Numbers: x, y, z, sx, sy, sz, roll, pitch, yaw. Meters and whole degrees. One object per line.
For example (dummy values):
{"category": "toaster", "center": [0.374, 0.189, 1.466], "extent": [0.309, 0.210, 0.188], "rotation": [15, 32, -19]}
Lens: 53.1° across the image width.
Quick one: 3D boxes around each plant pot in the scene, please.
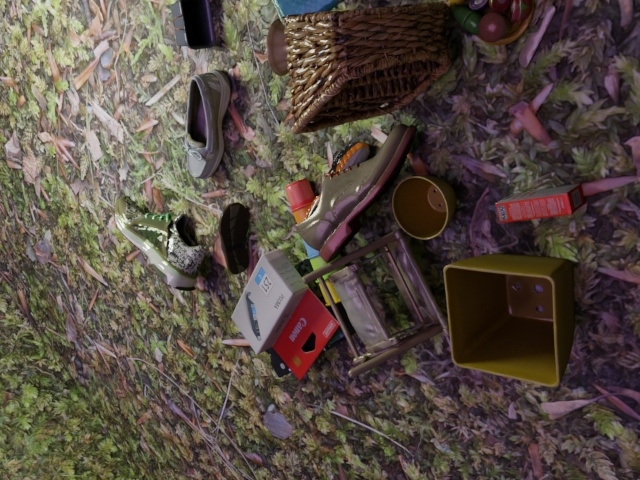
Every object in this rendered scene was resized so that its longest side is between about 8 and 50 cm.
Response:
{"category": "plant pot", "center": [0.383, 0.126, 1.231], "extent": [0.212, 0.187, 0.212], "rotation": [5, 111, 40]}
{"category": "plant pot", "center": [0.232, -0.080, 1.342], "extent": [0.134, 0.095, 0.134], "rotation": [19, 120, 36]}

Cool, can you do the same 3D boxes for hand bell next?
{"category": "hand bell", "center": [0.015, -0.422, 1.404], "extent": [0.241, 0.126, 0.126], "rotation": [10, 115, 27]}

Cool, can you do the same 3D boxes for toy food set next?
{"category": "toy food set", "center": [0.305, -0.418, 1.148], "extent": [0.218, 0.071, 0.128], "rotation": [44, 132, 19]}

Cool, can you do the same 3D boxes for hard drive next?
{"category": "hard drive", "center": [-0.069, 0.218, 1.766], "extent": [0.339, 0.064, 0.237], "rotation": [-40, 80, 45]}

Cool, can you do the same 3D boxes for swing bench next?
{"category": "swing bench", "center": [0.133, 0.136, 1.459], "extent": [0.254, 0.165, 0.253], "rotation": [-26, 88, 8]}

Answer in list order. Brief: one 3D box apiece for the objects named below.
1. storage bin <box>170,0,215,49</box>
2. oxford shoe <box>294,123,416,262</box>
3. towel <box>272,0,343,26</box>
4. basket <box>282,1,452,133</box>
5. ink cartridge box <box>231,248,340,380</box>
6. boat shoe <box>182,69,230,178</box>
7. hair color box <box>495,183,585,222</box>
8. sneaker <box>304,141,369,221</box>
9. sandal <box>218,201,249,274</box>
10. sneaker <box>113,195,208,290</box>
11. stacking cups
{"category": "storage bin", "center": [-0.344, -0.563, 1.663], "extent": [0.091, 0.098, 0.135], "rotation": [13, 116, 50]}
{"category": "oxford shoe", "center": [0.071, -0.121, 1.375], "extent": [0.130, 0.123, 0.348], "rotation": [38, 100, 9]}
{"category": "towel", "center": [0.024, -0.626, 1.285], "extent": [0.370, 0.040, 0.272], "rotation": [-24, 92, 30]}
{"category": "basket", "center": [0.105, -0.321, 1.200], "extent": [0.213, 0.299, 0.223], "rotation": [17, 118, 48]}
{"category": "ink cartridge box", "center": [-0.103, 0.211, 1.683], "extent": [0.261, 0.066, 0.296], "rotation": [50, 137, 20]}
{"category": "boat shoe", "center": [-0.326, -0.307, 1.743], "extent": [0.118, 0.103, 0.321], "rotation": [38, 129, 24]}
{"category": "hair color box", "center": [0.412, -0.069, 1.202], "extent": [0.141, 0.072, 0.043], "rotation": [-6, 104, 44]}
{"category": "sneaker", "center": [0.062, -0.106, 1.503], "extent": [0.121, 0.099, 0.263], "rotation": [24, 114, -14]}
{"category": "sandal", "center": [-0.249, -0.008, 1.833], "extent": [0.060, 0.089, 0.220], "rotation": [40, 141, 51]}
{"category": "sneaker", "center": [-0.487, -0.029, 2.021], "extent": [0.410, 0.158, 0.182], "rotation": [44, 100, 22]}
{"category": "stacking cups", "center": [0.000, 0.000, 1.594], "extent": [0.096, 0.096, 0.317], "rotation": [-17, 94, 45]}
